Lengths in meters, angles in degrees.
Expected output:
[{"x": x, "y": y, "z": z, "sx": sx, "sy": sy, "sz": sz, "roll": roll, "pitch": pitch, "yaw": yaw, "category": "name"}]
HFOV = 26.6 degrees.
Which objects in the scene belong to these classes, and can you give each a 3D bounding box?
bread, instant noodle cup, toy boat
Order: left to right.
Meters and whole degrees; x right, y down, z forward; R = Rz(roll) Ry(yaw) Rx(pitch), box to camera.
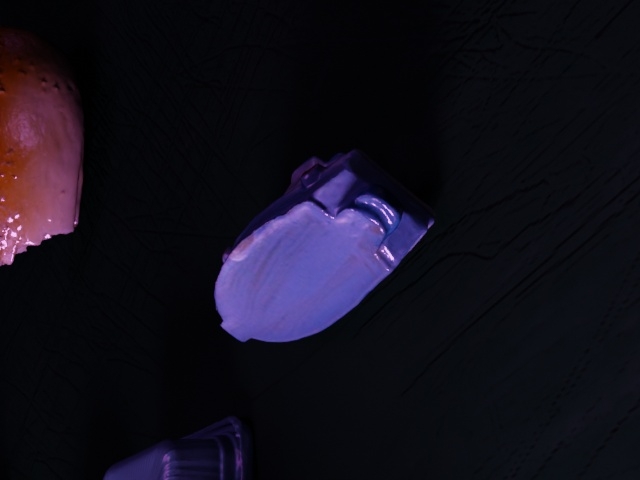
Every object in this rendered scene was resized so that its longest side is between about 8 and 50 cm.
[{"x": -0.339, "y": -0.125, "z": 1.429, "sx": 0.314, "sy": 0.171, "sz": 0.192, "roll": 54, "pitch": 130, "yaw": 52, "category": "bread"}, {"x": -0.113, "y": 0.226, "z": 1.012, "sx": 0.157, "sy": 0.070, "sz": 0.179, "roll": -32, "pitch": 52, "yaw": 50, "category": "instant noodle cup"}, {"x": 0.000, "y": 0.000, "z": 0.899, "sx": 0.215, "sy": 0.088, "sz": 0.102, "roll": -42, "pitch": 11, "yaw": 48, "category": "toy boat"}]
